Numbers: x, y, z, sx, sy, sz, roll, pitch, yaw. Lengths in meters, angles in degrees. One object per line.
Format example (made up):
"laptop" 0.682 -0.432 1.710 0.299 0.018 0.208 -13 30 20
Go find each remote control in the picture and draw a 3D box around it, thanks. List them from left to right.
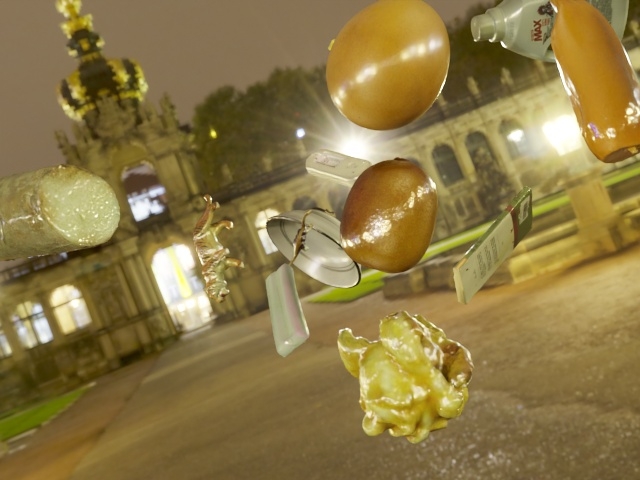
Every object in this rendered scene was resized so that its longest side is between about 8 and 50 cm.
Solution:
"remote control" 0.044 -0.180 1.888 0.078 0.042 0.221 -43 37 -20

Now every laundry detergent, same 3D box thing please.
"laundry detergent" 0.595 -0.576 2.033 0.398 0.263 0.124 -14 36 -6

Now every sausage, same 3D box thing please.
"sausage" 0.441 -0.285 1.258 0.112 0.328 0.112 -17 -11 -4

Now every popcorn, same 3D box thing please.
"popcorn" 0.184 0.309 1.793 0.326 0.289 0.321 14 -3 8

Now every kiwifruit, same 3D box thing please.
"kiwifruit" 0.141 -0.053 1.559 0.196 0.233 0.196 12 -4 1

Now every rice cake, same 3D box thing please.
"rice cake" -0.075 0.145 1.686 0.042 0.221 0.080 27 -59 -33

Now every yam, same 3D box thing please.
"yam" -0.540 -0.050 1.464 0.305 0.167 0.168 -8 6 31

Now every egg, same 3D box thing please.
"egg" 0.150 -0.382 1.660 0.250 0.250 0.322 -24 30 55

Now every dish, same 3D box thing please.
"dish" 0.000 0.000 2.180 0.106 0.316 0.316 -56 14 -25

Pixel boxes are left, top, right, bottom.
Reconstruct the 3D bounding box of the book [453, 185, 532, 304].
"book" 0.439 0.016 1.947 0.289 0.026 0.201 -46 -30 -13

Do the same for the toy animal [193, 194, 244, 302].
"toy animal" -0.237 0.016 1.718 0.099 0.241 0.057 -24 -13 25

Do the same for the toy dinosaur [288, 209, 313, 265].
"toy dinosaur" -0.047 0.000 1.867 0.037 0.180 0.058 26 26 26

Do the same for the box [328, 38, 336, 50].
"box" 0.155 -0.582 2.346 0.279 0.153 0.041 -39 -18 -51
